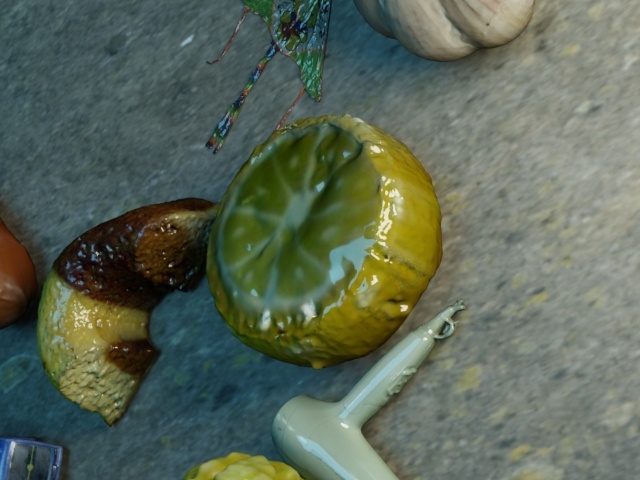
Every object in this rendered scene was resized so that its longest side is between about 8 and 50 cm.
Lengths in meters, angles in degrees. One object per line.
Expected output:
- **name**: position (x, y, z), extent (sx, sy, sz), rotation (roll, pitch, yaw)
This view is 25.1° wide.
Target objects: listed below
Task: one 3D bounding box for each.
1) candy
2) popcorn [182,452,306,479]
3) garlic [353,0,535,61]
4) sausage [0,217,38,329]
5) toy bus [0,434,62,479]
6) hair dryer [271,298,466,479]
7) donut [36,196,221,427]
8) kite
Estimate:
- **candy**: position (0.000, 0.000, 1.425), extent (0.260, 0.118, 0.260), rotation (-21, 57, 36)
- **popcorn**: position (-0.081, 0.334, 1.361), extent (0.258, 0.224, 0.270), rotation (2, 103, 40)
- **garlic**: position (0.114, -0.283, 1.367), extent (0.228, 0.152, 0.228), rotation (-11, 71, 33)
- **sausage**: position (-0.445, 0.013, 1.781), extent (0.258, 0.133, 0.133), rotation (48, 111, 34)
- **toy bus**: position (-0.418, 0.269, 1.730), extent (0.236, 0.094, 0.079), rotation (-2, 81, 39)
- **hair dryer**: position (0.084, 0.165, 1.378), extent (0.206, 0.075, 0.237), rotation (37, 98, 30)
- **donut**: position (-0.237, 0.047, 1.615), extent (0.151, 0.112, 0.295), rotation (42, 107, 34)
- **kite**: position (-0.062, -0.200, 1.586), extent (0.244, 0.006, 0.198), rotation (-52, 55, 20)
